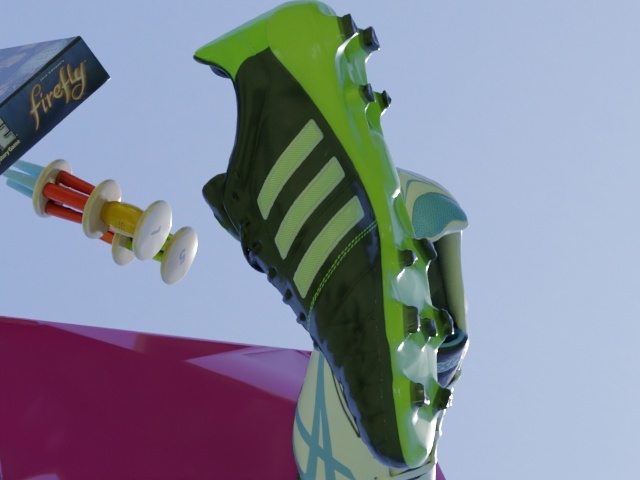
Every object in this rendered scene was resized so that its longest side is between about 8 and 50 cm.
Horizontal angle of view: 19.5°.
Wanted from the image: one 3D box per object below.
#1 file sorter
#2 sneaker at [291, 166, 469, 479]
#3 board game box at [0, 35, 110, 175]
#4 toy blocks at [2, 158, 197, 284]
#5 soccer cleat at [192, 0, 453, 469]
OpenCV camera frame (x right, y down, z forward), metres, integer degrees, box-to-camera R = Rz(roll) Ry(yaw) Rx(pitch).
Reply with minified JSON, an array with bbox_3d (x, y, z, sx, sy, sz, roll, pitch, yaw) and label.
[{"bbox_3d":[-0.090,0.187,1.188,0.202,0.291,0.182,-114,-144,-59],"label":"file sorter"},{"bbox_3d":[0.038,0.077,0.992,0.086,0.085,0.237,34,-49,50],"label":"sneaker"},{"bbox_3d":[-0.284,-0.085,1.440,0.165,0.042,0.243,-46,-156,-25],"label":"board game box"},{"bbox_3d":[-0.189,-0.022,1.570,0.148,0.123,0.054,22,-101,20],"label":"toy blocks"},{"bbox_3d":[0.000,0.000,0.681,0.072,0.060,0.178,-18,-105,18],"label":"soccer cleat"}]
